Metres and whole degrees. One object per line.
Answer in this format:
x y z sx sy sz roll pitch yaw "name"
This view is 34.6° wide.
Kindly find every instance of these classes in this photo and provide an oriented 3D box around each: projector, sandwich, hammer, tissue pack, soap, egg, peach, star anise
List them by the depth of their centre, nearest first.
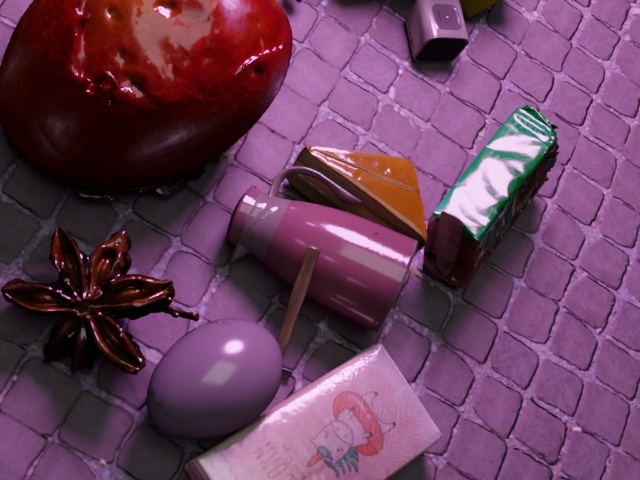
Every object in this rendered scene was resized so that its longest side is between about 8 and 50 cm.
-0.301 0.089 1.364 0.190 0.126 0.220 -40 84 -17 "star anise"
-0.139 0.185 1.366 0.199 0.146 0.146 -28 80 -32 "egg"
-0.004 0.290 1.411 0.325 0.071 0.170 -29 83 -29 "tissue pack"
-0.042 0.097 1.442 0.062 0.013 0.198 17 106 -5 "hammer"
-0.261 -0.252 1.446 0.416 0.353 0.339 -38 75 13 "peach"
0.051 -0.050 1.546 0.187 0.117 0.144 5 64 -19 "sandwich"
0.266 -0.067 1.587 0.098 0.218 0.273 33 65 14 "soap"
0.197 -0.357 1.743 0.083 0.083 0.082 -2 70 -20 "projector"

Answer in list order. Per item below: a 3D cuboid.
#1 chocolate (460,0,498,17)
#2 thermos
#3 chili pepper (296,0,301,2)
0.245 -0.583 1.736 0.137 0.289 0.300 -8 66 24 "chocolate"
0.000 0.000 1.495 0.265 0.146 0.176 26 85 2 "thermos"
0.044 -0.500 1.706 0.174 0.165 0.261 50 60 -7 "chili pepper"
